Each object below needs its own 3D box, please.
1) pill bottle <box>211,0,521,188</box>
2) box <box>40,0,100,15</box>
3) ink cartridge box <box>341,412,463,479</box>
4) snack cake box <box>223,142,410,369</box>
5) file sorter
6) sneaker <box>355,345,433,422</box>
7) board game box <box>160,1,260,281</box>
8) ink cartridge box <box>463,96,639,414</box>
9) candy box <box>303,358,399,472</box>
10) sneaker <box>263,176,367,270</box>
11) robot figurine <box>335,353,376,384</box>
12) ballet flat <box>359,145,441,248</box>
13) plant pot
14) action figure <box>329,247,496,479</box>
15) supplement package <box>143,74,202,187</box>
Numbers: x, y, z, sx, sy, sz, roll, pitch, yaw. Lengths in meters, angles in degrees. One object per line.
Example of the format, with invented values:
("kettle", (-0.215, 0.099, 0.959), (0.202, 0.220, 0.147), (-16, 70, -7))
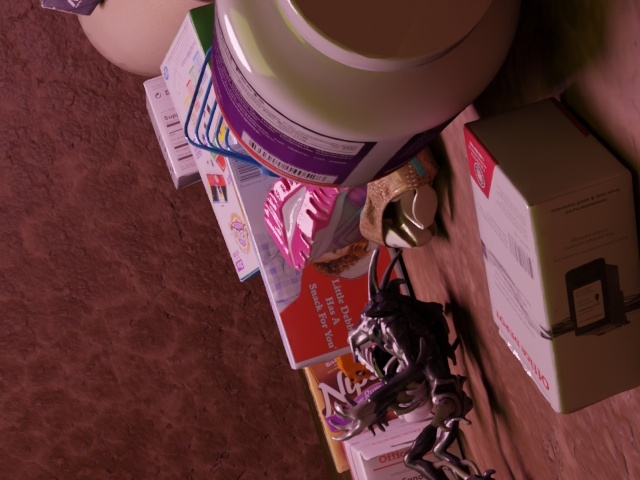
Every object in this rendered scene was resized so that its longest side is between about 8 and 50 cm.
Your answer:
("pill bottle", (0.022, -0.141, 0.867), (0.323, 0.181, 0.182), (136, 116, -82))
("box", (-0.313, -0.571, 1.945), (0.395, 0.097, 0.318), (-45, 55, 38))
("ink cartridge box", (0.097, 0.251, 1.563), (0.198, 0.115, 0.067), (163, 91, -84))
("snack cake box", (0.000, 0.000, 1.542), (0.089, 0.152, 0.264), (124, 128, -84))
("file sorter", (-0.062, -0.135, 1.412), (0.170, 0.104, 0.118), (-4, -69, -79))
("sneaker", (0.084, 0.133, 1.607), (0.170, 0.063, 0.075), (-119, 14, -44))
("board game box", (-0.105, -0.118, 1.716), (0.317, 0.064, 0.242), (69, 163, 3))
("ink cartridge box", (0.139, 0.009, 0.798), (0.109, 0.063, 0.150), (-118, 12, -57))
("candy box", (0.047, 0.230, 1.948), (0.053, 0.109, 0.187), (107, 144, -79))
("sneaker", (0.033, -0.078, 1.300), (0.103, 0.111, 0.252), (58, 146, 20))
("robot figurine", (0.014, 0.035, 1.817), (0.211, 0.085, 0.291), (-121, 14, -61))
("ballet flat", (0.075, -0.029, 1.230), (0.067, 0.073, 0.206), (54, 171, 21))
("plant pot", (-0.213, -0.390, 2.029), (0.274, 0.256, 0.257), (-2, 106, 67))
("action figure", (0.081, 0.151, 1.290), (0.164, 0.141, 0.276), (15, -131, -65))
("supplement package", (-0.141, -0.182, 1.991), (0.262, 0.204, 0.145), (172, 78, -83))
